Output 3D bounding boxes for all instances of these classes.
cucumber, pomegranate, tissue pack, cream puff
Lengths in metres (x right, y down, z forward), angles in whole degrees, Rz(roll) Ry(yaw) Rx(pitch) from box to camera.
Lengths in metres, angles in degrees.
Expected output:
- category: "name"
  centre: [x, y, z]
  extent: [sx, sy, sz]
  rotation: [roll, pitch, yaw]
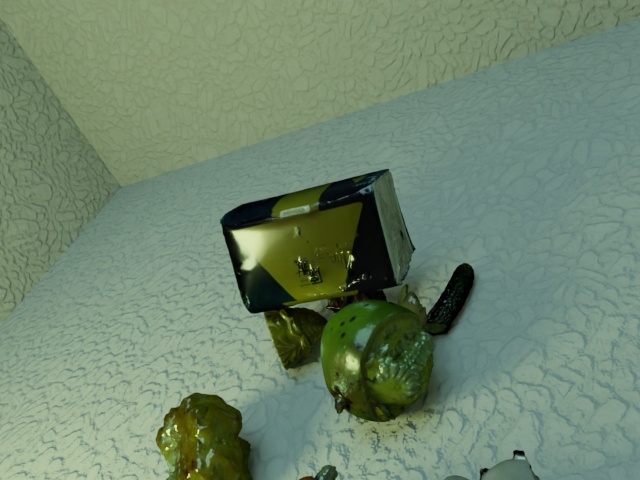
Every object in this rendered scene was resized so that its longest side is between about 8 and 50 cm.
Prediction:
- category: "cucumber"
  centre: [0.329, 0.138, 1.517]
  extent: [0.067, 0.067, 0.245]
  rotation: [2, 40, 43]
- category: "pomegranate"
  centre: [0.137, 0.233, 1.338]
  extent: [0.260, 0.260, 0.341]
  rotation: [-2, 33, 39]
- category: "tissue pack"
  centre: [0.000, 0.000, 1.531]
  extent: [0.416, 0.264, 0.253]
  rotation: [-12, 13, 20]
- category: "cream puff"
  centre: [-0.253, 0.482, 1.389]
  extent: [0.281, 0.185, 0.282]
  rotation: [-21, 63, 49]

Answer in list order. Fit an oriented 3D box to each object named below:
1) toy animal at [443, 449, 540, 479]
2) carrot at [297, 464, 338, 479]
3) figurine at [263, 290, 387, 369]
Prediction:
- category: "toy animal"
  centre: [0.259, 0.457, 0.968]
  extent: [0.235, 0.165, 0.187]
  rotation: [-22, 8, 11]
- category: "carrot"
  centre: [-0.087, 0.428, 0.795]
  extent: [0.336, 0.069, 0.069]
  rotation: [-47, 34, -20]
- category: "figurine"
  centre: [0.025, 0.203, 1.602]
  extent: [0.315, 0.187, 0.168]
  rotation: [-22, 50, -4]
